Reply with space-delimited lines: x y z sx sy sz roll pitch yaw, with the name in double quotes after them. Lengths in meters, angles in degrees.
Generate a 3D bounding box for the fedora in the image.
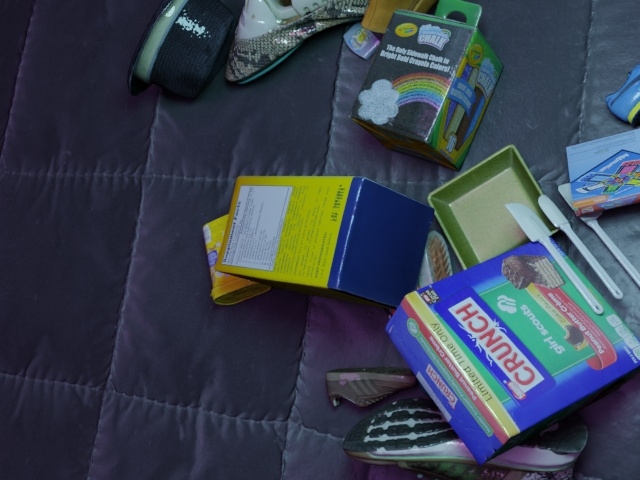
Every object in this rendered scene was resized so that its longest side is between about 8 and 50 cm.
-0.287 -0.429 1.817 0.152 0.334 0.334 33 94 -4 "fedora"

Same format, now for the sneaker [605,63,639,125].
0.580 -0.294 1.408 0.209 0.069 0.082 -45 58 11 "sneaker"

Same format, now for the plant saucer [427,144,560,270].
0.316 -0.048 1.498 0.188 0.045 0.188 -32 65 17 "plant saucer"

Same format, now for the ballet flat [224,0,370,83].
-0.036 -0.498 1.713 0.483 0.182 0.164 -20 45 23 "ballet flat"

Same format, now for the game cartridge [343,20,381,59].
0.086 -0.419 1.728 0.056 0.017 0.083 -46 61 15 "game cartridge"

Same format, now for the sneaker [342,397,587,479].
0.233 0.379 1.370 0.410 0.158 0.182 -2 110 23 "sneaker"

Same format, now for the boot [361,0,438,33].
0.217 -0.497 1.602 0.104 0.295 0.211 53 139 34 "boot"

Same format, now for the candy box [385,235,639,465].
0.310 0.162 1.302 0.317 0.122 0.268 -20 60 -27 "candy box"

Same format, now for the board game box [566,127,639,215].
0.559 -0.133 1.373 0.281 0.027 0.145 -13 48 25 "board game box"

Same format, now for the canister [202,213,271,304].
-0.178 0.034 1.721 0.126 0.073 0.170 -22 67 21 "canister"

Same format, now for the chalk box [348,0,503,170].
0.214 -0.309 1.542 0.180 0.179 0.289 24 88 31 "chalk box"

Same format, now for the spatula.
0.439 0.007 1.376 0.242 0.168 0.019 58 146 28 "spatula"

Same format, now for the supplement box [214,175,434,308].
0.000 0.000 1.507 0.356 0.195 0.194 6 80 48 "supplement box"

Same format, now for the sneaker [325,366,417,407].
0.098 0.275 1.533 0.188 0.066 0.071 -4 92 32 "sneaker"

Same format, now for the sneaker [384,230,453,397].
0.179 0.140 1.499 0.121 0.108 0.302 -14 73 40 "sneaker"
